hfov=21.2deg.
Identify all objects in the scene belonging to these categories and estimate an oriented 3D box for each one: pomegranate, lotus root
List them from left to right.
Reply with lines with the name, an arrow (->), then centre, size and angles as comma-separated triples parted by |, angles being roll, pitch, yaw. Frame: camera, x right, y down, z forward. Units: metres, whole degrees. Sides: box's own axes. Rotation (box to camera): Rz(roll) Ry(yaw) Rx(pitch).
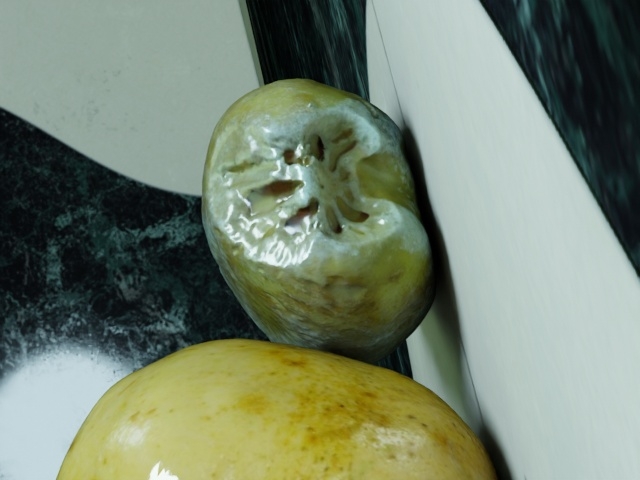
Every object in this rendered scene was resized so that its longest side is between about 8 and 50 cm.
pomegranate -> -0.013, 0.119, 0.642 | 0.196, 0.196, 0.196 | 166, 90, -88
lotus root -> 0.000, 0.000, 0.707 | 0.192, 0.088, 0.113 | 85, 165, -77
